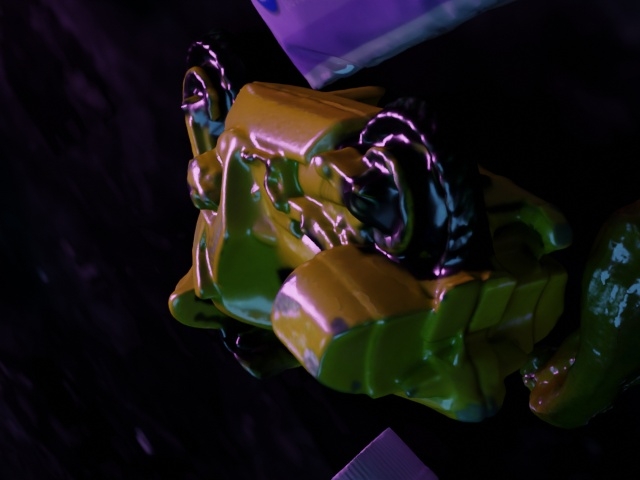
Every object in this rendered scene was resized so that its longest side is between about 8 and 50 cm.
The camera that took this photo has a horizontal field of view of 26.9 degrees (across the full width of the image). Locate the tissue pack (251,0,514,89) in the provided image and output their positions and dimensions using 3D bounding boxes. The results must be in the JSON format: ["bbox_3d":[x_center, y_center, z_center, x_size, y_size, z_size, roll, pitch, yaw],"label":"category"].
[{"bbox_3d":[0.015,-0.248,0.502,0.338,0.160,0.242,59,152,-9],"label":"tissue pack"}]

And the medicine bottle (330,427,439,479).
[{"bbox_3d":[0.079,0.250,0.906,0.225,0.139,0.139,47,147,8],"label":"medicine bottle"}]

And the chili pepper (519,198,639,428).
[{"bbox_3d":[0.156,0.030,0.666,0.073,0.072,0.204,33,140,14],"label":"chili pepper"}]

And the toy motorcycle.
[{"bbox_3d":[-0.002,0.001,0.752,0.342,0.142,0.206,29,137,59],"label":"toy motorcycle"}]
